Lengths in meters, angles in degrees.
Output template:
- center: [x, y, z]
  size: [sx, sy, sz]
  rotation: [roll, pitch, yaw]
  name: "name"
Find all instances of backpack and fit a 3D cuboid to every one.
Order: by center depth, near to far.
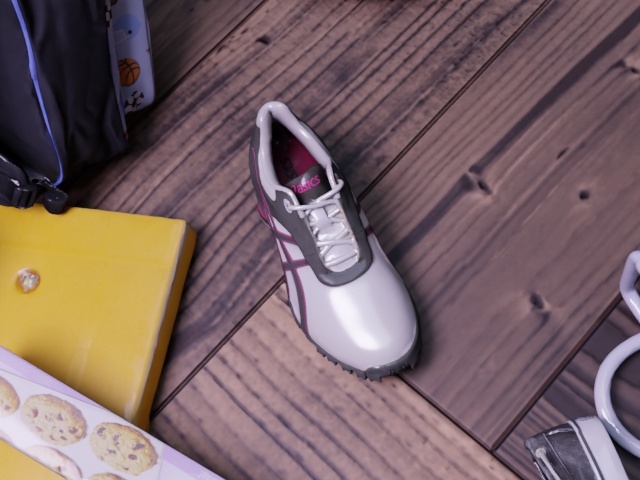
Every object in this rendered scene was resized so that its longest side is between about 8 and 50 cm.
- center: [-0.303, -0.210, 0.875]
  size: [0.263, 0.276, 0.213]
  rotation: [25, 40, 27]
  name: "backpack"

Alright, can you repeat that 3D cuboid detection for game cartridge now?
- center: [-0.288, 0.118, 0.835]
  size: [0.285, 0.052, 0.323]
  rotation: [7, 69, 12]
  name: "game cartridge"

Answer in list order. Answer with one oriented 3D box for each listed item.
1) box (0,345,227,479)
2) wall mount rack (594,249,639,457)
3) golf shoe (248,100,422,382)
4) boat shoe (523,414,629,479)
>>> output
- center: [-0.161, 0.184, 0.727]
  size: [0.324, 0.063, 0.067]
  rotation: [30, 71, 5]
  name: "box"
- center: [0.406, 0.097, 0.679]
  size: [0.350, 0.130, 0.304]
  rotation: [-27, 64, -3]
  name: "wall mount rack"
- center: [0.000, 0.000, 0.799]
  size: [0.105, 0.120, 0.272]
  rotation: [-27, 66, -5]
  name: "golf shoe"
- center: [0.221, 0.244, 0.677]
  size: [0.070, 0.077, 0.219]
  rotation: [-19, 56, 0]
  name: "boat shoe"
